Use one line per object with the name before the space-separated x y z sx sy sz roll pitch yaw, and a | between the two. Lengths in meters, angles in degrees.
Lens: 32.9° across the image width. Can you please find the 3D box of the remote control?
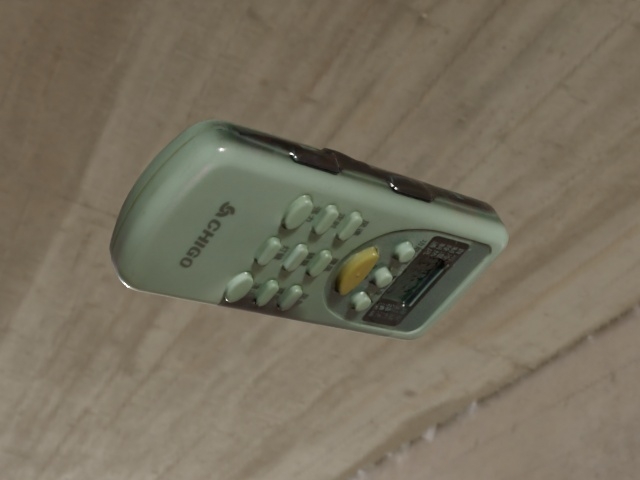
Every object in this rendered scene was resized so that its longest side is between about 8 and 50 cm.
remote control | 0.000 0.000 0.770 0.140 0.296 0.056 -52 -135 26
